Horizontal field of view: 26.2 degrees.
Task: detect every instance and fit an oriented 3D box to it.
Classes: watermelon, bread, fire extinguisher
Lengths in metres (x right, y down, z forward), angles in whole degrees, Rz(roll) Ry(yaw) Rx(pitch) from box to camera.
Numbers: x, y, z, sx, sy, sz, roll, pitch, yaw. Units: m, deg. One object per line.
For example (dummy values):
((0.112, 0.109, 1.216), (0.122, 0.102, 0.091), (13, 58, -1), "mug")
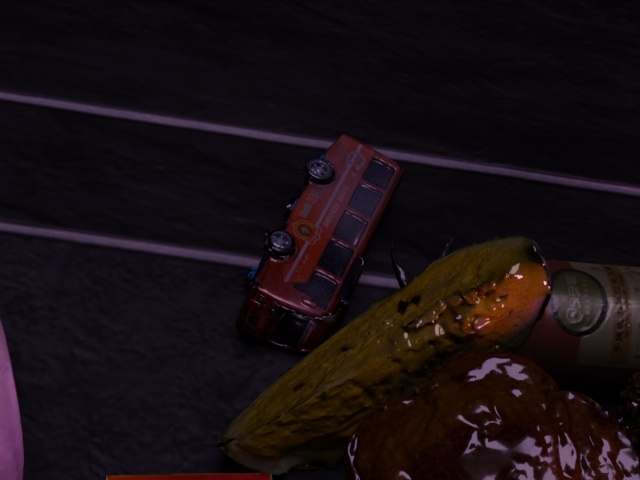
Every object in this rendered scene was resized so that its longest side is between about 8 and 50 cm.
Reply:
((0.055, 0.092, 1.093), (0.301, 0.129, 0.123), (-34, 69, 12), "watermelon")
((0.118, 0.209, 1.002), (0.232, 0.135, 0.247), (-20, 66, -3), "bread")
((0.245, 0.098, 1.174), (0.376, 0.113, 0.200), (6, 48, -7), "fire extinguisher")

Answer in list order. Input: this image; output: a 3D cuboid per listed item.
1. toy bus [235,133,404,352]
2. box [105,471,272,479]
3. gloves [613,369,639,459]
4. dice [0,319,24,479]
((0.000, 0.000, 1.245), (0.096, 0.073, 0.235), (24, 47, 1), "toy bus")
((-0.098, 0.222, 1.053), (0.133, 0.023, 0.090), (2, 46, -10), "box")
((0.365, 0.173, 1.059), (0.312, 0.135, 0.210), (12, 60, -33), "gloves")
((-0.325, 0.117, 0.988), (0.194, 0.192, 0.193), (-8, 51, -21), "dice")
